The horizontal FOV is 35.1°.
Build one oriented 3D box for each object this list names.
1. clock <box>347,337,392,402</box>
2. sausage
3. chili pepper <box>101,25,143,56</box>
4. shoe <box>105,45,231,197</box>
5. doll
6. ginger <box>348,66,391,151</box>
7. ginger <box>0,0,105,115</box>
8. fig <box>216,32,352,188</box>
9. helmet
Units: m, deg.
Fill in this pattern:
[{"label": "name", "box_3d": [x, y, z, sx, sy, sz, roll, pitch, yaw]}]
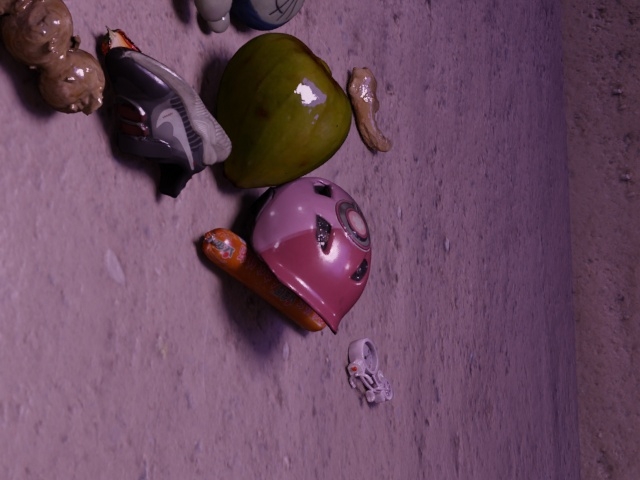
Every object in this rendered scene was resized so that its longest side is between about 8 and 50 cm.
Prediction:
[{"label": "clock", "box_3d": [0.086, 0.236, 1.764, 0.129, 0.041, 0.087, 62, 28, -23]}, {"label": "sausage", "box_3d": [-0.071, 0.064, 1.491, 0.348, 0.053, 0.053, 42, 46, -52]}, {"label": "chili pepper", "box_3d": [-0.231, -0.208, 1.291, 0.178, 0.027, 0.045, 51, 43, -44]}, {"label": "shoe", "box_3d": [-0.201, -0.140, 1.252, 0.112, 0.099, 0.227, -57, 142, -11]}, {"label": "doll", "box_3d": [-0.097, -0.407, 1.491, 0.258, 0.154, 0.228, 9, 107, -55]}, {"label": "ginger", "box_3d": [0.090, -0.246, 1.924, 0.069, 0.051, 0.173, -38, 120, -54]}, {"label": "ginger", "box_3d": [-0.306, -0.229, 1.094, 0.204, 0.080, 0.104, 62, 0, -34]}, {"label": "fig", "box_3d": [-0.071, -0.178, 1.458, 0.225, 0.203, 0.203, -51, 140, -5]}, {"label": "helmet", "box_3d": [0.000, 0.000, 1.463, 0.198, 0.154, 0.253, 46, 1, -29]}]
